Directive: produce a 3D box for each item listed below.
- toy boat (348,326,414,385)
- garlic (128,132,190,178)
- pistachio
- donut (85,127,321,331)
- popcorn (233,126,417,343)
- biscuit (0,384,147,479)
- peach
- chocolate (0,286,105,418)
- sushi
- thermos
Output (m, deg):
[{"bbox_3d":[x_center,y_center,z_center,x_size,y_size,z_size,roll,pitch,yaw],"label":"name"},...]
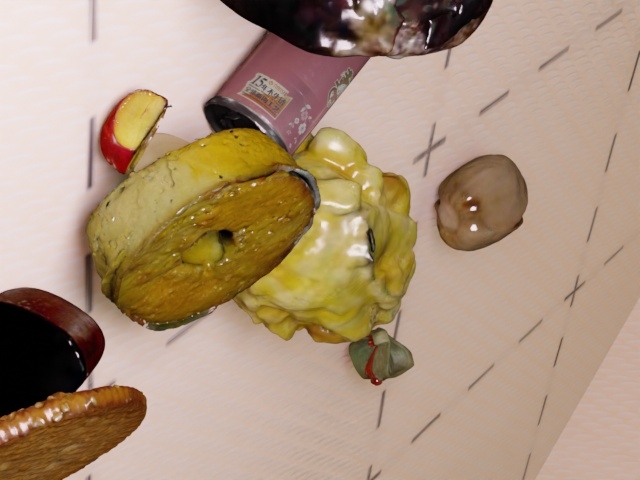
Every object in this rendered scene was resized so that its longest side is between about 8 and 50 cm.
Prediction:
[{"bbox_3d":[0.089,0.171,2.371,0.071,0.089,0.185,-17,161,12],"label":"toy boat"},{"bbox_3d":[-0.169,-0.087,1.651,0.083,0.053,0.041,-19,137,-27],"label":"garlic"},{"bbox_3d":[0.248,-0.057,2.384,0.206,0.131,0.129,-31,151,-53],"label":"pistachio"},{"bbox_3d":[-0.131,-0.021,1.653,0.272,0.107,0.272,-32,160,-13],"label":"donut"},{"bbox_3d":[0.000,0.000,1.884,0.252,0.215,0.286,-51,150,-7],"label":"popcorn"},{"bbox_3d":[-0.312,0.218,1.570,0.305,0.038,0.305,-26,166,-7],"label":"biscuit"},{"bbox_3d":[-0.190,-0.113,1.588,0.083,0.050,0.077,-56,179,12],"label":"peach"},{"bbox_3d":[-0.289,0.107,1.593,0.149,0.125,0.080,-32,-179,31],"label":"chocolate"},{"bbox_3d":[0.045,-0.337,1.532,0.299,0.281,0.294,-49,156,-56],"label":"sushi"},{"bbox_3d":[0.017,-0.227,1.780,0.330,0.109,0.136,-52,141,-19],"label":"thermos"}]
